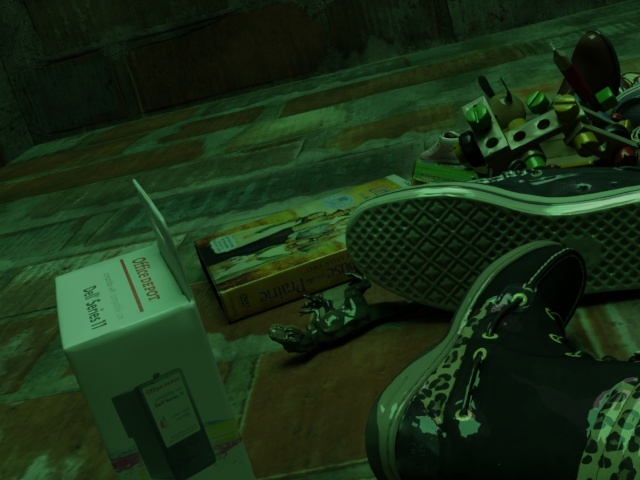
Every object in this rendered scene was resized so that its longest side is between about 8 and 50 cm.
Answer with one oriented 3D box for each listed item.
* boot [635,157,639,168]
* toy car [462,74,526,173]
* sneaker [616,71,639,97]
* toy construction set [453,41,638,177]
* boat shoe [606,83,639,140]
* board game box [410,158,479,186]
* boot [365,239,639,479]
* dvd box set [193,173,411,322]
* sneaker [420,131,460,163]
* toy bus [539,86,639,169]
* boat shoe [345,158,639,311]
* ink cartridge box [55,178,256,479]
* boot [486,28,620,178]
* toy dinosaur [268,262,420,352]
[{"bbox_3d":[0.582,-0.101,1.344,0.137,0.076,0.198,5,28,33],"label":"boot"},{"bbox_3d":[0.358,-0.239,1.704,0.149,0.188,0.155,-21,20,-17],"label":"toy car"},{"bbox_3d":[0.711,-0.350,1.923,0.084,0.069,0.185,-14,20,19],"label":"sneaker"},{"bbox_3d":[0.344,-0.187,1.336,0.257,0.237,0.308,-11,50,39],"label":"toy construction set"},{"bbox_3d":[0.686,-0.232,1.529,0.341,0.127,0.158,-3,15,29],"label":"boat shoe"},{"bbox_3d":[0.229,-0.106,1.544,0.124,0.039,0.259,14,11,4],"label":"board game box"},{"bbox_3d":[0.254,0.131,0.846,0.284,0.138,0.377,4,31,45],"label":"boot"},{"bbox_3d":[0.000,0.000,1.507,0.421,0.062,0.307,-19,21,-10],"label":"dvd box set"},{"bbox_3d":[0.269,-0.207,1.863,0.051,0.070,0.134,-30,23,-31],"label":"sneaker"},{"bbox_3d":[0.475,-0.145,1.462,0.191,0.104,0.202,-43,40,13],"label":"toy bus"},{"bbox_3d":[0.285,-0.011,1.163,0.500,0.186,0.156,-4,19,12],"label":"boat shoe"},{"bbox_3d":[-0.163,0.136,0.818,0.119,0.353,0.207,-20,20,-14],"label":"ink cartridge box"},{"bbox_3d":[0.409,-0.233,1.557,0.280,0.264,0.096,-23,48,-25],"label":"boot"},{"bbox_3d":[0.041,0.095,1.224,0.268,0.064,0.118,-18,33,-17],"label":"toy dinosaur"}]
